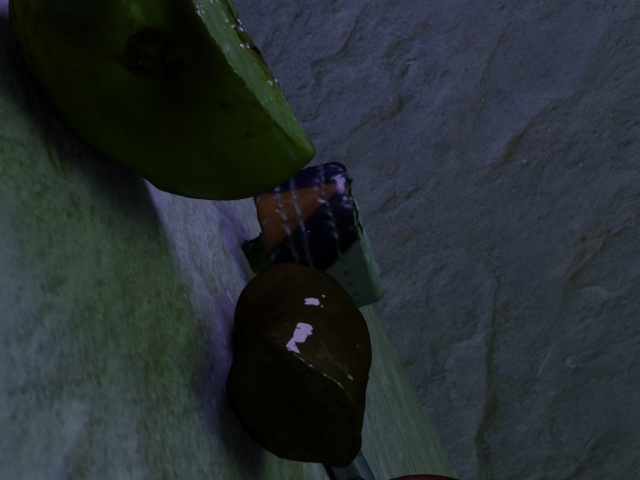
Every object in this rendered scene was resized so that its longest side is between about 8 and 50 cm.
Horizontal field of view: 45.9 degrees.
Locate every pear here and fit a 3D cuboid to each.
[{"bbox_3d":[-0.154,-0.155,0.675,0.286,0.176,0.282,60,8,0],"label":"pear"}]

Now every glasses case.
[{"bbox_3d":[0.037,0.300,1.011,0.178,0.045,0.067,63,5,-9],"label":"glasses case"}]

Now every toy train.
[{"bbox_3d":[-0.087,0.019,1.151,0.093,0.038,0.056,19,48,-82],"label":"toy train"}]

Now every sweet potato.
[{"bbox_3d":[-0.022,0.105,0.818,0.158,0.157,0.370,62,7,-19],"label":"sweet potato"}]

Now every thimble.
[{"bbox_3d":[0.000,0.000,1.124,0.237,0.150,0.237,-17,90,-84],"label":"thimble"}]

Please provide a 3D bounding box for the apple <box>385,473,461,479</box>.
[{"bbox_3d":[0.060,0.268,0.500,0.201,0.218,0.218,65,5,35],"label":"apple"}]

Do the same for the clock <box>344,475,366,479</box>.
[{"bbox_3d":[0.074,0.404,0.848,0.281,0.055,0.280,63,6,-11],"label":"clock"}]
